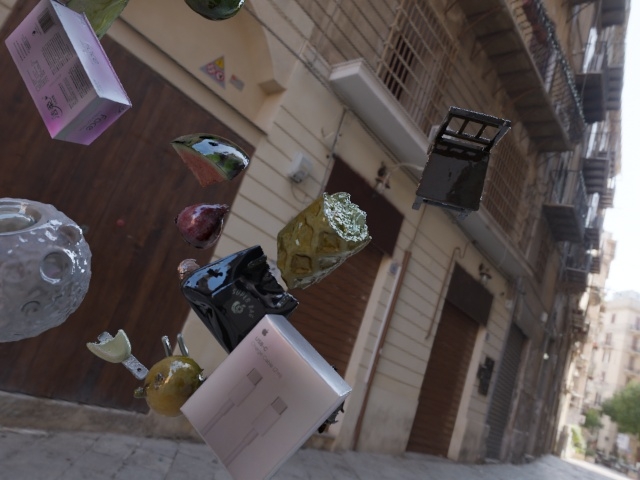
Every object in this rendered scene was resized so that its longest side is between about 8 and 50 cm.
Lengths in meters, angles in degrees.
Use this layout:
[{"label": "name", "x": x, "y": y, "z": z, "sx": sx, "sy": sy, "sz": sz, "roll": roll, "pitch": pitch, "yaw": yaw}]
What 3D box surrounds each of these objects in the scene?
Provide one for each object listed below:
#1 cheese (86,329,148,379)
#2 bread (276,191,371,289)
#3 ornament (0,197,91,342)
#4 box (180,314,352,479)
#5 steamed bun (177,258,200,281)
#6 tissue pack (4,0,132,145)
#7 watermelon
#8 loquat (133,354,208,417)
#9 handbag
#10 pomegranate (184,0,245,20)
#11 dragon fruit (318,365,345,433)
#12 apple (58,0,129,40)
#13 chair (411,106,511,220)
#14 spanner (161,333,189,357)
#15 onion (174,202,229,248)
[{"label": "cheese", "x": -0.741, "y": 0.430, "z": 1.738, "sx": 0.235, "sy": 0.127, "sz": 0.050, "roll": 46, "pitch": -39, "yaw": -1}, {"label": "bread", "x": 0.004, "y": -0.001, "z": 1.375, "sx": 0.196, "sy": 0.239, "sz": 0.252, "roll": 27, "pitch": -46, "yaw": -30}, {"label": "ornament", "x": -0.710, "y": 0.073, "z": 1.069, "sx": 0.337, "sy": 0.337, "sz": 0.337, "roll": 18, "pitch": -14, "yaw": 5}, {"label": "box", "x": -0.101, "y": 0.297, "z": 0.868, "sx": 0.203, "sy": 0.252, "sz": 0.106, "roll": 44, "pitch": 3, "yaw": 20}, {"label": "steamed bun", "x": -0.484, "y": 0.156, "z": 1.812, "sx": 0.175, "sy": 0.106, "sz": 0.145, "roll": 59, "pitch": -14, "yaw": 7}, {"label": "tissue pack", "x": -0.511, "y": -0.336, "z": 0.939, "sx": 0.148, "sy": 0.246, "sz": 0.092, "roll": -32, "pitch": -9, "yaw": 18}, {"label": "watermelon", "x": -0.246, "y": -0.201, "z": 1.116, "sx": 0.193, "sy": 0.137, "sz": 0.145, "roll": 4, "pitch": -5, "yaw": -38}, {"label": "loquat", "x": -0.422, "y": 0.416, "z": 1.322, "sx": 0.204, "sy": 0.172, "sz": 0.149, "roll": -4, "pitch": 18, "yaw": -23}, {"label": "handbag", "x": -0.243, "y": 0.192, "z": 1.495, "sx": 0.342, "sy": 0.288, "sz": 0.152, "roll": 56, "pitch": -20, "yaw": -11}, {"label": "pomegranate", "x": -0.381, "y": -0.874, "z": 1.540, "sx": 0.302, "sy": 0.236, "sz": 0.236, "roll": 40, "pitch": -10, "yaw": 13}, {"label": "dragon fruit", "x": 0.005, "y": 0.522, "z": 1.571, "sx": 0.182, "sy": 0.182, "sz": 0.188, "roll": 27, "pitch": 11, "yaw": -29}, {"label": "apple", "x": -0.686, "y": -0.674, "z": 1.333, "sx": 0.265, "sy": 0.193, "sz": 0.120, "roll": -26, "pitch": -85, "yaw": 36}, {"label": "chair", "x": 0.426, "y": -0.218, "z": 1.469, "sx": 0.203, "sy": 0.241, "sz": 0.416, "roll": 17, "pitch": -2, "yaw": 7}, {"label": "spanner", "x": -0.581, "y": 0.529, "z": 1.947, "sx": 0.095, "sy": 0.325, "sz": 0.040, "roll": -7, "pitch": 24, "yaw": 0}, {"label": "onion", "x": -0.398, "y": -0.065, "z": 1.620, "sx": 0.159, "sy": 0.195, "sz": 0.159, "roll": 53, "pitch": 0, "yaw": 0}]
